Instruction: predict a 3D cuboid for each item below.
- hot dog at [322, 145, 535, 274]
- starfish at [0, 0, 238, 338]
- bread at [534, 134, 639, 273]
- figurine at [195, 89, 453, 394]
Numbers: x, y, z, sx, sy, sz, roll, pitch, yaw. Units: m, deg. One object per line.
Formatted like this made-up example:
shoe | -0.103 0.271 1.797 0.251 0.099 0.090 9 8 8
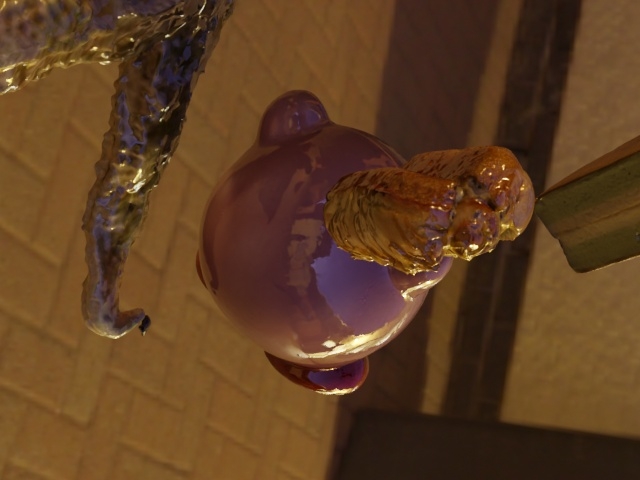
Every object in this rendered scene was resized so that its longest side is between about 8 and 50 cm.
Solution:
hot dog | 0.045 -0.015 0.582 0.165 0.071 0.045 -166 -117 -79
starfish | -0.122 -0.154 0.824 0.432 0.083 0.324 -69 162 -2
bread | 0.214 -0.025 0.901 0.074 0.139 0.084 59 22 -5
figurine | 0.000 0.000 0.908 0.173 0.173 0.173 7 90 -67
